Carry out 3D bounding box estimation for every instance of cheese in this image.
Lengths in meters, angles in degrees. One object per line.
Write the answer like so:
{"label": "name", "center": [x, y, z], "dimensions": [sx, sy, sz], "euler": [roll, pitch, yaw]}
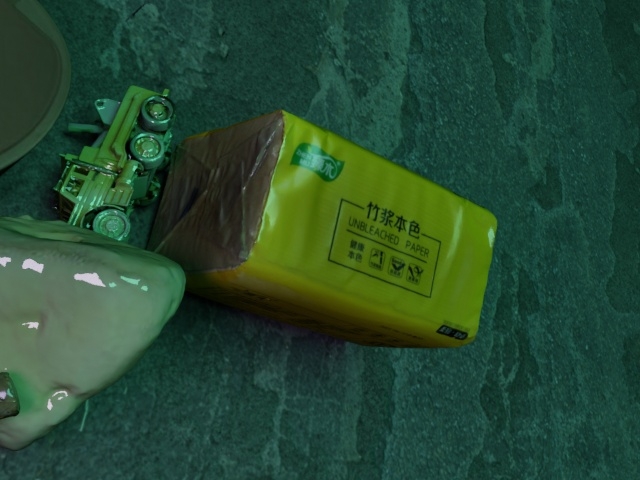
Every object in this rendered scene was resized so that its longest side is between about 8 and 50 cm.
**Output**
{"label": "cheese", "center": [-0.264, 0.091, 0.912], "dimensions": [0.173, 0.247, 0.251], "euler": [-74, 161, -83]}

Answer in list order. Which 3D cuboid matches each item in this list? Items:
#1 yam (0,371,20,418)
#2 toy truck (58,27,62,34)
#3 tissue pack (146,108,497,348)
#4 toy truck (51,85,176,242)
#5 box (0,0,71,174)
{"label": "yam", "center": [-0.406, 0.176, 0.806], "dimensions": [0.241, 0.057, 0.057], "euler": [-13, 77, -7]}
{"label": "toy truck", "center": [-0.361, -0.240, 1.134], "dimensions": [0.044, 0.039, 0.083], "euler": [-11, 79, -30]}
{"label": "tissue pack", "center": [0.000, 0.000, 1.156], "dimensions": [0.382, 0.293, 0.228], "euler": [20, 76, -34]}
{"label": "toy truck", "center": [-0.277, -0.077, 1.096], "dimensions": [0.135, 0.128, 0.260], "euler": [15, 60, -7]}
{"label": "box", "center": [-0.444, -0.163, 0.901], "dimensions": [0.301, 0.216, 0.301], "euler": [18, 59, -33]}
